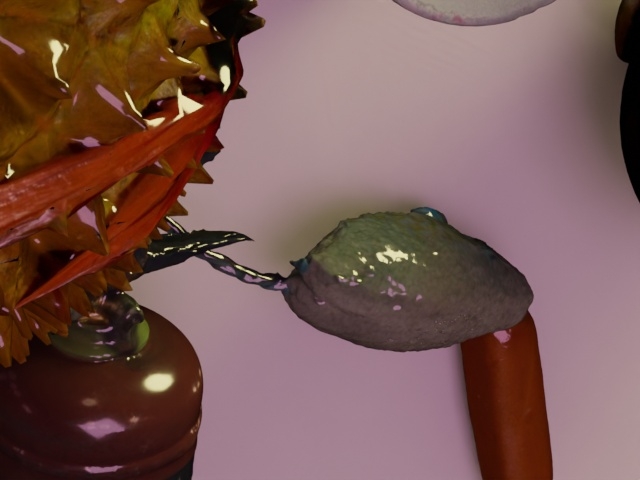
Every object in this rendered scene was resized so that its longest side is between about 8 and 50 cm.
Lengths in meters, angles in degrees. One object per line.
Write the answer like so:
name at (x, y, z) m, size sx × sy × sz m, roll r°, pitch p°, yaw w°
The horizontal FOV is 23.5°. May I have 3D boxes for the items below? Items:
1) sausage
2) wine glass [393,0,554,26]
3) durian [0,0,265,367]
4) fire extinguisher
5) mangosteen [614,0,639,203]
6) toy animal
sausage at (0.106, 0.095, 0.866) m, size 0.039 × 0.041 × 0.131 m, roll -30°, pitch 121°, yaw -33°
wine glass at (0.029, -0.170, 0.645) m, size 0.165 × 0.196 × 0.164 m, roll -8°, pitch 116°, yaw -18°
durian at (-0.187, -0.109, 0.511) m, size 0.347 × 0.347 × 0.384 m, roll -42°, pitch 130°, yaw -1°
fire extinguisher at (-0.098, 0.109, 0.731) m, size 0.138 × 0.102 × 0.344 m, roll -19°, pitch 131°, yaw -41°
mangosteen at (0.245, -0.097, 0.770) m, size 0.211 × 0.211 × 0.249 m, roll -10°, pitch 83°, yaw -17°
toy animal at (-0.004, 0.007, 0.768) m, size 0.253 × 0.079 × 0.070 m, roll 17°, pitch 110°, yaw -24°
